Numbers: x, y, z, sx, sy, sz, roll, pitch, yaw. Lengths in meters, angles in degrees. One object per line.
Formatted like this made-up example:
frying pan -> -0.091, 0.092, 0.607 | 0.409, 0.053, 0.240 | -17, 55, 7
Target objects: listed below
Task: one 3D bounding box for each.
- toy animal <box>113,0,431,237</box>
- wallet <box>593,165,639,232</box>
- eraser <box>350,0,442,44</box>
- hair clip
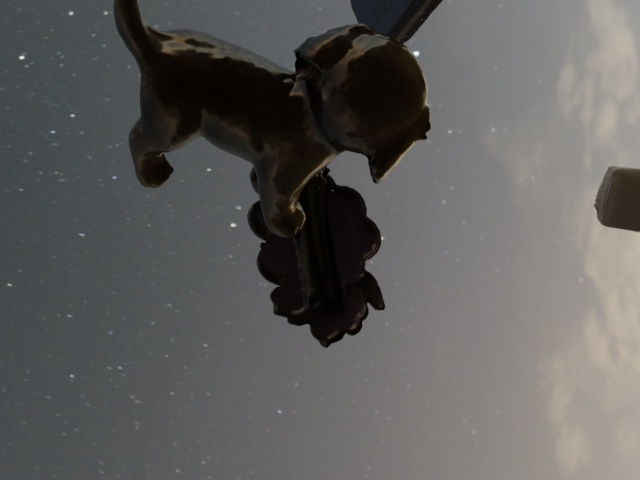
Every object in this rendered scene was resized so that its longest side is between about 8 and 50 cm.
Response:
toy animal -> -0.037, -0.101, 0.570 | 0.168, 0.233, 0.121 | 104, 179, -54
wallet -> 0.486, -0.051, 1.057 | 0.033, 0.190, 0.095 | -75, -9, -73
eraser -> 0.109, -0.283, 0.720 | 0.036, 0.225, 0.081 | -2, -118, -34
hair clip -> 0.000, 0.000, 0.689 | 0.124, 0.052, 0.195 | -10, -100, -13
